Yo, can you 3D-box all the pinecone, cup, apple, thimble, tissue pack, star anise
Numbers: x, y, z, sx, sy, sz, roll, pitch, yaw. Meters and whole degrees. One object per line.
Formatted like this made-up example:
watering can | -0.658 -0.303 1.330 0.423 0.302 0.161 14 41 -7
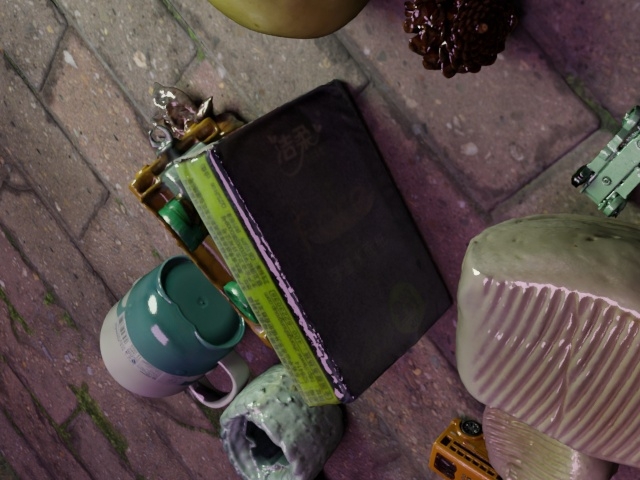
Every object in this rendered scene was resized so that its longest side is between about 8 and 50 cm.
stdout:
pinecone | 0.161 -0.267 1.167 0.121 0.140 0.140 47 144 40
cup | -0.254 0.186 1.831 0.290 0.219 0.257 51 140 0
apple | -0.047 -0.380 1.208 0.262 0.262 0.262 25 132 32
thimble | -0.067 0.344 1.794 0.205 0.172 0.250 22 133 28
tissue pack | 0.000 0.000 1.388 0.124 0.288 0.394 -20 101 46
star anise | -0.207 -0.165 1.647 0.212 0.073 0.197 17 133 34

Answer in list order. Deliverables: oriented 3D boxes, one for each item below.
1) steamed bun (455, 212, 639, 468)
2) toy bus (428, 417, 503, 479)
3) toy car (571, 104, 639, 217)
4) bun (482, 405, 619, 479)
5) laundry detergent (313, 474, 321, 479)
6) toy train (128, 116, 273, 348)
steamed bun | 0.360 0.104 1.141 0.383 0.236 0.247 19 132 25
toy bus | 0.270 0.368 1.527 0.194 0.088 0.083 29 133 29
toy car | 0.360 -0.094 1.143 0.073 0.054 0.143 43 135 12
bun | 0.332 0.262 1.356 0.231 0.133 0.231 29 123 58
laundry detergent | -0.058 0.480 1.945 0.221 0.078 0.144 13 120 40
toy train | -0.134 -0.009 1.555 0.429 0.178 0.249 51 165 -13
